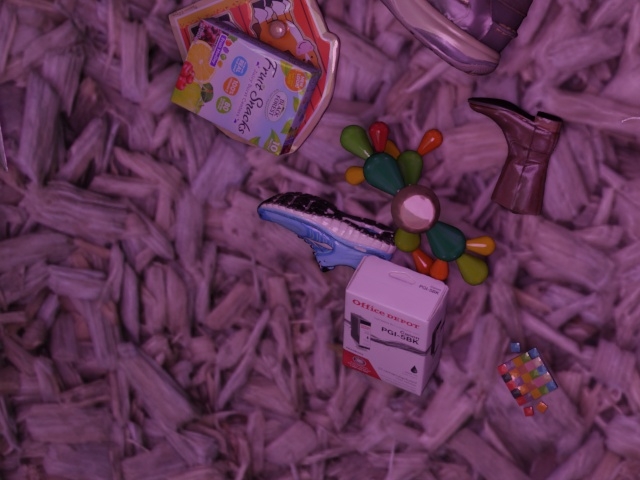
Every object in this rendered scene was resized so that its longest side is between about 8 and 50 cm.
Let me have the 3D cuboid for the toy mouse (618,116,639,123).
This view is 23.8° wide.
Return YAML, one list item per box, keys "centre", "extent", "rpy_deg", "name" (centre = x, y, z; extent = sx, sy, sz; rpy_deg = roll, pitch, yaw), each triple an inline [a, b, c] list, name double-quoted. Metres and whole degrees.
- centre: [0.383, -0.101, 1.511]
  extent: [0.161, 0.031, 0.143]
  rpy_deg: [-10, 97, 23]
  name: "toy mouse"

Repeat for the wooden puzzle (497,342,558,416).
- centre: [0.223, 0.148, 1.637]
  extent: [0.049, 0.006, 0.083]
  rpy_deg: [-30, 89, 24]
  name: "wooden puzzle"

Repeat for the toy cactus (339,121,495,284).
- centre: [0.106, -0.037, 1.560]
  extent: [0.112, 0.180, 0.219]
  rpy_deg: [-31, 94, 3]
  name: "toy cactus"

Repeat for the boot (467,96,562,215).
- centre: [0.192, -0.086, 1.588]
  extent: [0.106, 0.037, 0.114]
  rpy_deg: [20, 112, 19]
  name: "boot"

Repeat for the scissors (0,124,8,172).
- centre: [-0.400, -0.233, 1.790]
  extent: [0.109, 0.021, 0.297]
  rpy_deg: [-25, 90, 22]
  name: "scissors"

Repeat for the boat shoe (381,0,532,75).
- centre: [0.071, -0.321, 1.548]
  extent: [0.355, 0.132, 0.130]
  rpy_deg: [42, 101, 1]
  name: "boat shoe"

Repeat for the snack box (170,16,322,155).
- centre: [-0.081, -0.167, 1.639]
  extent: [0.141, 0.037, 0.100]
  rpy_deg: [28, 111, 14]
  name: "snack box"

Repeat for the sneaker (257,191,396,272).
- centre: [0.000, 0.000, 1.663]
  extent: [0.162, 0.063, 0.073]
  rpy_deg: [24, 112, 15]
  name: "sneaker"

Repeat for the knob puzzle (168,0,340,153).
- centre: [-0.067, -0.186, 1.667]
  extent: [0.213, 0.030, 0.213]
  rpy_deg: [4, 102, 20]
  name: "knob puzzle"

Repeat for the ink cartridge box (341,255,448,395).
- centre: [0.078, 0.091, 1.619]
  extent: [0.099, 0.056, 0.135]
  rpy_deg: [20, 142, 17]
  name: "ink cartridge box"
